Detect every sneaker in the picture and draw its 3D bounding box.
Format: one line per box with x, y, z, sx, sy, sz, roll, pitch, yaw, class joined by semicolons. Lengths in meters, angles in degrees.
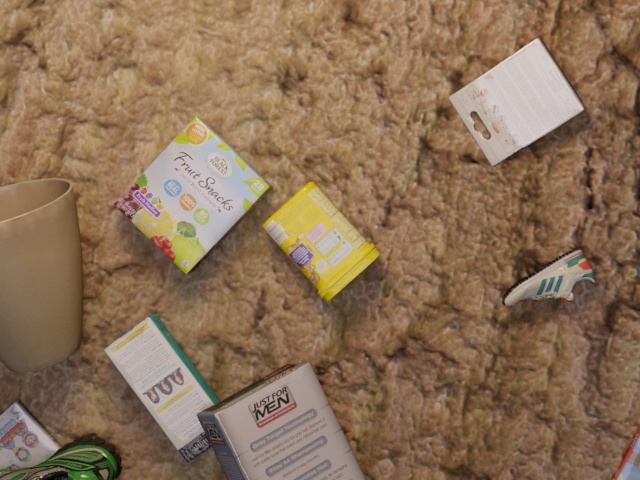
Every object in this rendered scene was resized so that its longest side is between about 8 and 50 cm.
-0.508;0.445;1.688;0.344;0.146;0.134;-29;97;4;sneaker
0.387;0.081;1.687;0.161;0.057;0.075;-32;86;1;sneaker

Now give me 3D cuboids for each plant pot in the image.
-0.495;0.068;1.651;0.257;0.256;0.274;-12;108;3;plant pot

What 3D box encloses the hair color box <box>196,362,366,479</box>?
-0.033;0.411;1.666;0.185;0.113;0.374;-26;93;-24;hair color box

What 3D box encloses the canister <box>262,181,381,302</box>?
0.000;0.000;1.693;0.126;0.073;0.170;-42;89;4;canister

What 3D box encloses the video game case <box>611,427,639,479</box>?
0.576;0.488;1.719;0.204;0.025;0.285;26;94;1;video game case

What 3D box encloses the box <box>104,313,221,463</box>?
-0.256;0.253;1.725;0.100;0.060;0.244;-36;91;4;box

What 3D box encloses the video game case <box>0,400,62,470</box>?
-0.542;0.385;1.767;0.157;0.019;0.143;-42;91;4;video game case

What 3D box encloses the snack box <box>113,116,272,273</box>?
-0.214;-0.076;1.699;0.174;0.070;0.207;43;93;0;snack box

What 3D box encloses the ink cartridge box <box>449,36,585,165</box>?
0.331;-0.232;1.690;0.179;0.045;0.145;-32;92;22;ink cartridge box
